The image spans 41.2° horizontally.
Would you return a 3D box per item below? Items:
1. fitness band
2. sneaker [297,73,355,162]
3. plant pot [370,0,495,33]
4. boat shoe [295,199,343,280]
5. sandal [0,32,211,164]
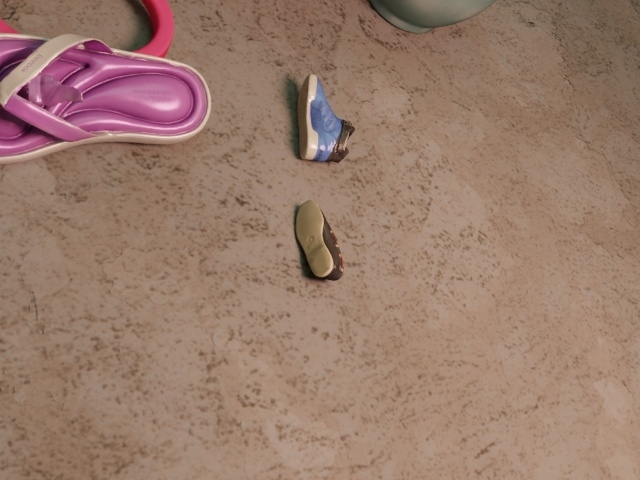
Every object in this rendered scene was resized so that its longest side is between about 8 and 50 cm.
[{"bbox_3d":[-0.358,-0.333,1.243,0.291,0.054,0.209,1,62,-29],"label":"fitness band"},{"bbox_3d":[0.011,-0.194,1.371,0.085,0.058,0.152,8,63,-20],"label":"sneaker"},{"bbox_3d":[0.202,-0.514,1.593,0.293,0.196,0.293,14,56,-22],"label":"plant pot"},{"bbox_3d":[-0.001,0.001,1.260,0.042,0.049,0.133,27,38,-51],"label":"boat shoe"},{"bbox_3d":[-0.326,-0.200,1.118,0.416,0.102,0.169,-11,89,-35],"label":"sandal"}]
